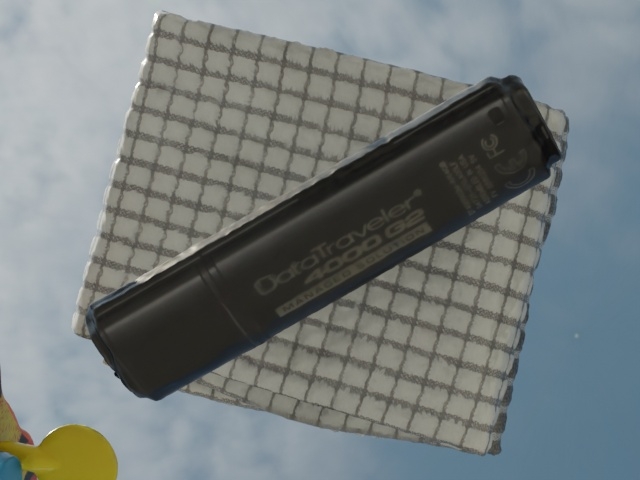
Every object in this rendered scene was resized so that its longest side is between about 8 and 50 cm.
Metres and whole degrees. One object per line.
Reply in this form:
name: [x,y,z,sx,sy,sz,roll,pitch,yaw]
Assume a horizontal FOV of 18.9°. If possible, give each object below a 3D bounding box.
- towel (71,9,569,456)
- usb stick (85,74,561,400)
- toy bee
towel: [0.002,-0.001,1.239,0.284,0.121,0.235,13,-90,12]
usb stick: [0.000,0.000,1.059,0.278,0.045,0.077,-30,-51,5]
toy bee: [-0.219,0.118,1.187,0.195,0.298,0.162,16,-104,-11]
